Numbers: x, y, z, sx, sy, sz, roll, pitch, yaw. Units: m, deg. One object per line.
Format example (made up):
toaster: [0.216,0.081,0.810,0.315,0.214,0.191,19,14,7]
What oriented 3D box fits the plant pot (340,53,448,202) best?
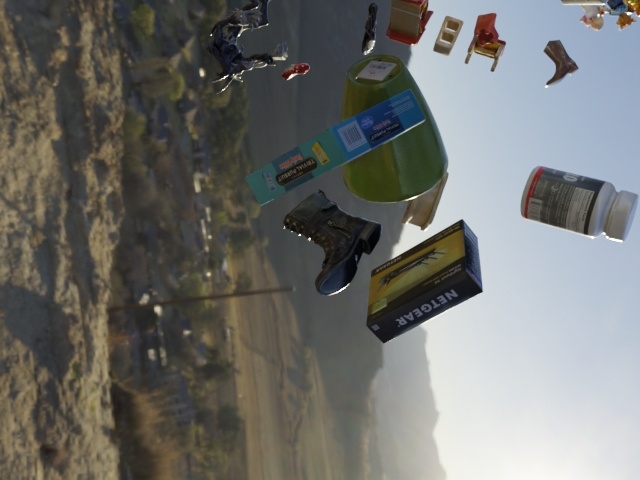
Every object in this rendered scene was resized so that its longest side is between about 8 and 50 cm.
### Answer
plant pot: [0.157,-0.291,1.745,0.274,0.275,0.293,-94,169,-48]

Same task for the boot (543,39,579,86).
boot: [0.661,-0.507,2.038,0.114,0.106,0.037,59,2,11]

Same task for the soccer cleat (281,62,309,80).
soccer cleat: [-0.058,-0.407,1.696,0.029,0.083,0.035,44,49,-32]

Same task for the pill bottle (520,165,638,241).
pill bottle: [0.719,-0.100,1.991,0.161,0.283,0.161,-38,137,-46]

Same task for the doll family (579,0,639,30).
doll family: [0.868,-0.700,2.073,0.163,0.263,0.118,63,-27,-5]

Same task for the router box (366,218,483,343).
router box: [0.269,0.105,1.874,0.081,0.309,0.243,47,27,-22]

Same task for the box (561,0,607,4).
box: [0.609,-0.629,1.569,0.103,0.203,0.114,42,-10,-38]

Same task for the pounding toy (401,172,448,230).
pounding toy: [0.297,-0.178,2.194,0.154,0.155,0.269,-133,-119,-87]

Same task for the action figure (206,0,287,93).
action figure: [-0.158,-0.455,1.570,0.164,0.141,0.275,36,66,-60]

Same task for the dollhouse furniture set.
dollhouse furniture set: [0.392,-0.681,2.165,0.201,0.374,0.152,88,24,-66]

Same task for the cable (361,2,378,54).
cable: [0.170,-0.728,2.469,0.184,0.047,0.150,73,22,-78]

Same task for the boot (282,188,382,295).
boot: [0.000,0.000,1.749,0.263,0.229,0.091,-48,150,-30]

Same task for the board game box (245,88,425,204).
board game box: [0.027,-0.198,1.561,0.336,0.254,0.079,-21,-82,53]
